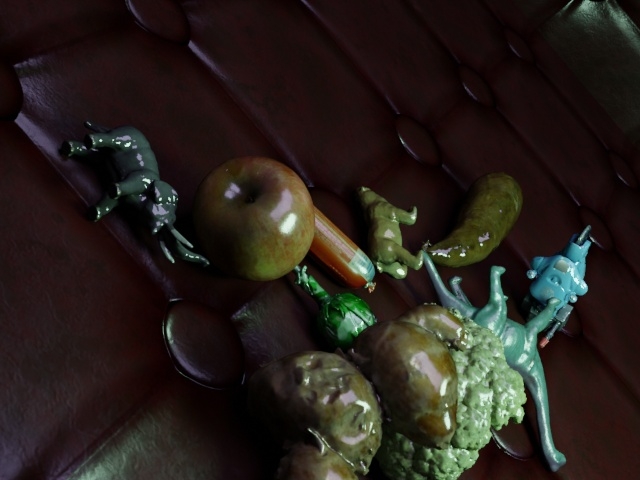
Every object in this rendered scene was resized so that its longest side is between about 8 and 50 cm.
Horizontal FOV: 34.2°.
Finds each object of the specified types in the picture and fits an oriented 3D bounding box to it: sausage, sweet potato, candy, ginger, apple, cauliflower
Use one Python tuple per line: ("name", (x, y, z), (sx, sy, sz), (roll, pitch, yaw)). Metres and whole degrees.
("sausage", (0.000, 0.000, 1.787), (0.264, 0.083, 0.083), (43, 33, -14))
("sweet potato", (0.331, -0.036, 2.187), (0.130, 0.130, 0.422), (49, 41, -2))
("candy", (-0.034, 0.056, 1.704), (0.323, 0.097, 0.097), (46, 32, 9))
("ginger", (0.063, 0.228, 1.459), (0.375, 0.176, 0.256), (-33, 63, -19))
("apple", (-0.100, -0.030, 1.588), (0.174, 0.188, 0.188), (77, 0, -55))
("cauliflower", (0.183, 0.254, 1.659), (0.272, 0.275, 0.250), (53, -11, 30))

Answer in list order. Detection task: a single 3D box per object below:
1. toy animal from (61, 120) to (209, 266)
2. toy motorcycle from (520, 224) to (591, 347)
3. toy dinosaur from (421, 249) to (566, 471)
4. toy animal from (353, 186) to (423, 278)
("toy animal", (-0.271, -0.066, 1.511), (0.137, 0.082, 0.269), (-16, 70, -54))
("toy motorcycle", (0.483, 0.095, 2.132), (0.123, 0.272, 0.182), (31, 57, 18))
("toy dinosaur", (0.319, 0.228, 1.928), (0.383, 0.129, 0.331), (21, 63, -26))
("toy animal", (0.120, -0.021, 1.953), (0.101, 0.103, 0.219), (8, 52, -16))
